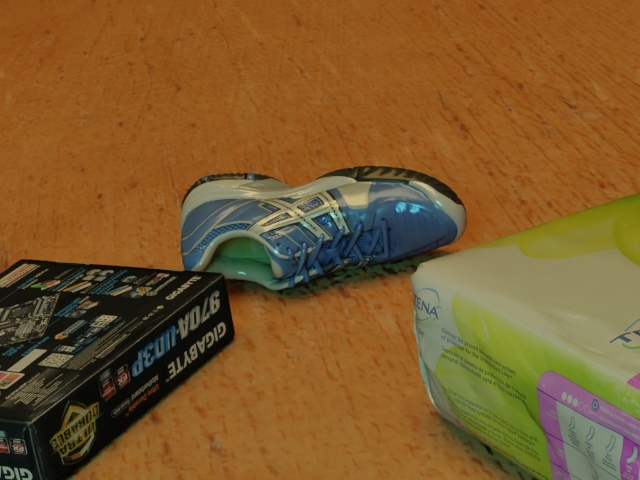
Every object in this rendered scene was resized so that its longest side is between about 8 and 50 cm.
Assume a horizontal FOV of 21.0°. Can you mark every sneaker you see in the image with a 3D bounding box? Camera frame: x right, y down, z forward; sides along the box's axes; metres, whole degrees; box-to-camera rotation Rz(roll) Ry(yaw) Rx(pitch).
[{"bbox_3d":[0.000,0.000,1.230,0.211,0.080,0.081,-5,43,14],"label":"sneaker"}]

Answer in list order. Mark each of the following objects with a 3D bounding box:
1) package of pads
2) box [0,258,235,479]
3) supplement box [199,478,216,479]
[{"bbox_3d":[0.206,0.064,0.916,0.229,0.101,0.296,-16,21,-22],"label":"package of pads"},{"bbox_3d":[-0.184,0.079,1.110,0.175,0.051,0.220,3,24,29],"label":"box"},{"bbox_3d":[-0.034,0.153,0.865,0.083,0.043,0.055,2,23,29],"label":"supplement box"}]
